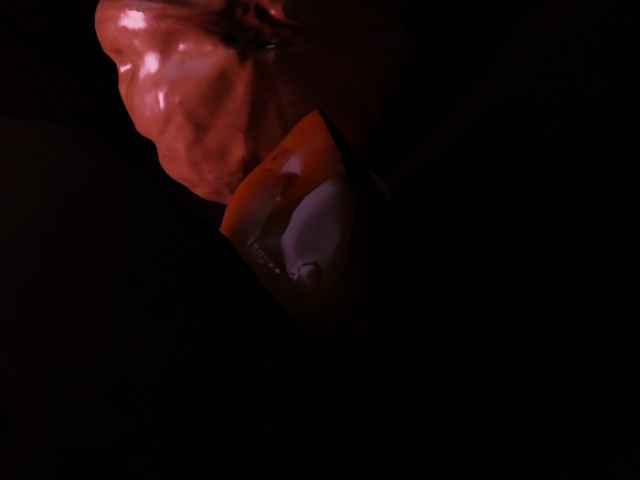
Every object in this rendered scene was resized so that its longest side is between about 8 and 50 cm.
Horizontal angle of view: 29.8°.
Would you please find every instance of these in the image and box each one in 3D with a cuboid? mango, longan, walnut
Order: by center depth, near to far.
[{"bbox_3d":[-0.223,0.113,0.877,0.404,0.404,0.436,-54,42,2],"label":"longan"},{"bbox_3d":[-0.010,0.012,1.046,0.166,0.136,0.236,-38,31,11],"label":"mango"},{"bbox_3d":[-0.071,-0.208,1.360,0.383,0.383,0.383,-49,16,19],"label":"walnut"}]

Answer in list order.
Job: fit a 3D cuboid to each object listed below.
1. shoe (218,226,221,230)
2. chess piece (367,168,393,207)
[{"bbox_3d":[-0.100,0.040,1.369,0.251,0.103,0.100,-25,-14,37],"label":"shoe"},{"bbox_3d":[-0.001,-0.001,1.207,0.172,0.060,0.060,-47,16,33],"label":"chess piece"}]
